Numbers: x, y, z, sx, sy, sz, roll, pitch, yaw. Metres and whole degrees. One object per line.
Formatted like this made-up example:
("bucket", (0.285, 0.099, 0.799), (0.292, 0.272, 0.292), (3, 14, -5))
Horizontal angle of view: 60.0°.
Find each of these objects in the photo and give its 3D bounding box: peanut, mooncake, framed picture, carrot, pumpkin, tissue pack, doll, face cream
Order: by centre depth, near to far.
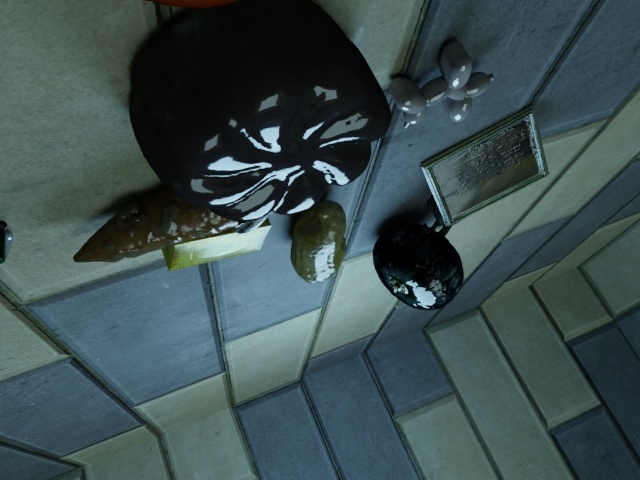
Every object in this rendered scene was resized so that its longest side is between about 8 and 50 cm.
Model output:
("mooncake", (-0.065, -0.147, 0.674), (0.306, 0.154, 0.306), (-24, 158, -10))
("face cream", (-0.449, 0.001, 0.768), (0.040, 0.021, 0.083), (-4, 150, -42))
("carrot", (-0.247, -0.022, 0.837), (0.263, 0.101, 0.102), (-23, 158, -2))
("doll", (0.195, -0.233, 0.868), (0.161, 0.059, 0.160), (-31, 157, 12))
("tissue pack", (-0.183, -0.009, 0.969), (0.176, 0.062, 0.095), (-12, 154, -27))
("peanut", (0.000, 0.000, 1.130), (0.120, 0.110, 0.236), (2, 145, -9))
("framed picture", (0.353, -0.147, 1.166), (0.252, 0.014, 0.197), (-28, 130, 6))
("pumpkin", (0.234, 0.063, 1.351), (0.163, 0.233, 0.233), (-49, 164, -18))

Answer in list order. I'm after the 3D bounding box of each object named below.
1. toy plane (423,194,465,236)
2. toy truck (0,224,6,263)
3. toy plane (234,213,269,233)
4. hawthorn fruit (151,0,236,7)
("toy plane", (0.291, -0.062, 1.322), (0.054, 0.078, 0.197), (-18, 155, -20))
("toy truck", (-0.486, 0.013, 0.691), (0.147, 0.065, 0.079), (-22, 144, -2))
("toy plane", (-0.084, -0.077, 0.909), (0.171, 0.065, 0.162), (-38, 156, 15))
("hawthorn fruit", (-0.112, -0.250, 0.332), (0.254, 0.205, 0.205), (-17, 157, -26))
